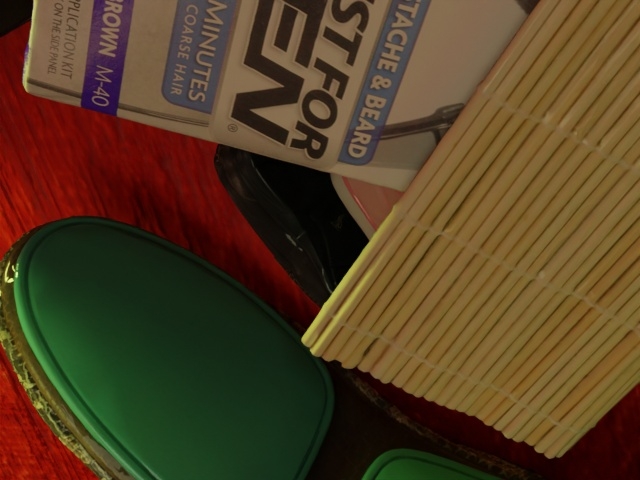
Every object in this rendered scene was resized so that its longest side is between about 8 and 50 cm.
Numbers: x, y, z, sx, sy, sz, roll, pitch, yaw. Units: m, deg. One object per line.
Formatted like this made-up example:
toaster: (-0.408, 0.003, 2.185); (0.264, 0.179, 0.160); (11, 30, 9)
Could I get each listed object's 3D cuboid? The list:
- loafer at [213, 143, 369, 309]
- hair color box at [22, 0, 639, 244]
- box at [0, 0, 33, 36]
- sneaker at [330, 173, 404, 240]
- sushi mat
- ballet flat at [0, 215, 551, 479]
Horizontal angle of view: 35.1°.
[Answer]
loafer: (0.000, 0.000, 0.604); (0.061, 0.062, 0.170); (-13, 114, 55)
hair color box: (0.069, -0.114, 0.400); (0.339, 0.110, 0.185); (13, 129, -7)
box: (-0.302, -0.210, 0.542); (0.165, 0.143, 0.270); (-4, 119, 26)
sneaker: (0.069, -0.007, 0.563); (0.070, 0.051, 0.134); (-30, 102, 42)
sushi mat: (0.125, -0.028, 0.385); (0.151, 0.019, 0.316); (23, 129, -12)
ballet flat: (-0.002, 0.165, 0.660); (0.483, 0.164, 0.182); (30, 149, 2)
